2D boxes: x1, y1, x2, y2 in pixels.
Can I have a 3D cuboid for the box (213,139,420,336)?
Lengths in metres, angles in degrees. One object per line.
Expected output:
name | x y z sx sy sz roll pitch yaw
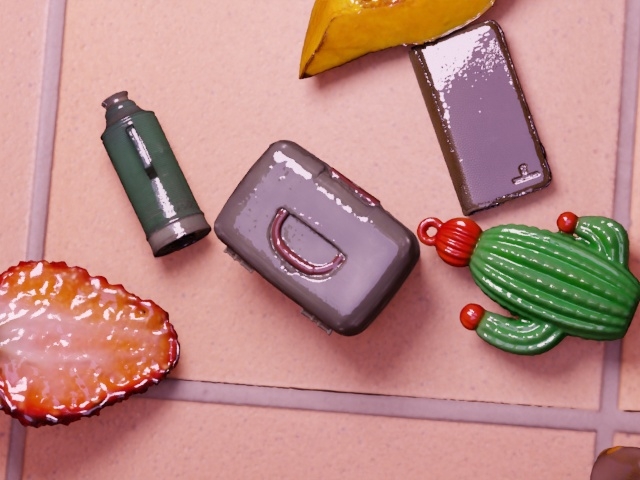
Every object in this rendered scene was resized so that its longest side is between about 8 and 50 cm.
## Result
box | 0.000 0.000 1.930 0.210 0.129 0.148 38 93 9

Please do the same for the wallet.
wallet | 0.177 -0.136 1.958 0.110 0.031 0.198 -19 84 8

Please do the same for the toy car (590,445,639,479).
toy car | 0.390 0.351 1.796 0.240 0.271 0.341 -35 84 -14

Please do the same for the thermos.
thermos | -0.197 -0.079 1.995 0.073 0.083 0.188 -32 79 29

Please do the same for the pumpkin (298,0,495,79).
pumpkin | 0.101 -0.284 1.955 0.163 0.111 0.278 21 119 -19

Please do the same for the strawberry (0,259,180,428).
strawberry | -0.281 0.124 1.993 0.236 0.111 0.190 3 75 -13

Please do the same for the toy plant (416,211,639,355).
toy plant | 0.225 0.047 1.908 0.240 0.088 0.155 -3 87 11
